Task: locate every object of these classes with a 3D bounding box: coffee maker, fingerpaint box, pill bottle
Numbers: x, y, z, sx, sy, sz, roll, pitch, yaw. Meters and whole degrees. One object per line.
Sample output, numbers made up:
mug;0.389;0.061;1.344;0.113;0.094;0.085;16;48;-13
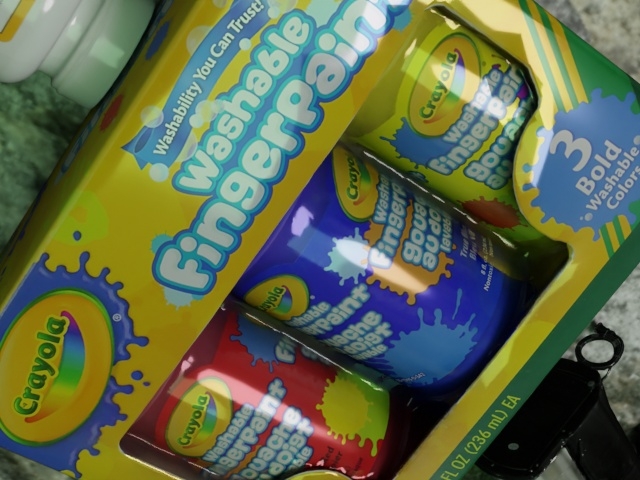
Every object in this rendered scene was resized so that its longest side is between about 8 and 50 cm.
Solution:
coffee maker;0.247;0.204;0.877;0.171;0.120;0.178;-36;116;4
fingerpaint box;0.000;0.000;0.708;0.371;0.163;0.444;31;104;-23
pill bottle;-0.216;-0.174;0.610;0.208;0.117;0.117;30;104;-22

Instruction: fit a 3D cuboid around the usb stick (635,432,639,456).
usb stick;0.411;0.268;0.981;0.077;0.045;0.278;-37;117;9
